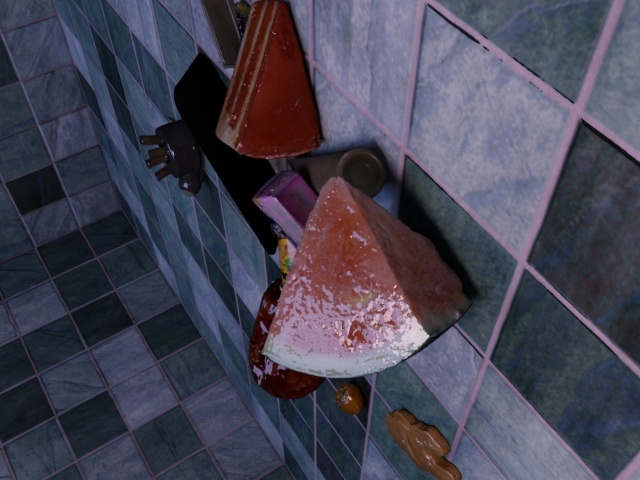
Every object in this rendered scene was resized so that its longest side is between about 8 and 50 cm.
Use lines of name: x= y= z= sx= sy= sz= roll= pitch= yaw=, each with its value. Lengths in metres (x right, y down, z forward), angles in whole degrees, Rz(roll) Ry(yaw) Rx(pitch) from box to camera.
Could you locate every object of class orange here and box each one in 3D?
orange: x=0.071 y=0.389 z=1.718 sx=0.086 sy=0.062 sz=0.086 roll=50 pitch=159 yaw=28

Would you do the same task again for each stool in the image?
stool: x=-0.419 y=-0.234 z=2.022 sx=0.228 sy=0.139 sz=0.153 roll=66 pitch=161 yaw=-1

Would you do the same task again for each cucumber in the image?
cucumber: x=-0.135 y=-0.377 z=1.313 sx=0.034 sy=0.033 sz=0.135 roll=47 pitch=154 yaw=43

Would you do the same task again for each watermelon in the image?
watermelon: x=0.051 y=0.086 z=1.053 sx=0.292 sy=0.251 sz=0.283 roll=42 pitch=153 yaw=-27

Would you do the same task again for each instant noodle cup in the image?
instant noodle cup: x=-0.021 y=0.026 z=1.389 sx=0.151 sy=0.151 sz=0.122 roll=15 pitch=123 yaw=63

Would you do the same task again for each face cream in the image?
face cream: x=0.017 y=-0.103 z=1.237 sx=0.137 sy=0.084 sz=0.341 roll=56 pitch=167 yaw=-10

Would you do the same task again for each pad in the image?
pad: x=-0.181 y=-0.177 z=1.400 sx=0.376 sy=0.063 sz=0.315 roll=61 pitch=-158 yaw=-27

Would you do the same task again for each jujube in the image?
jujube: x=-0.070 y=0.238 z=1.709 sx=0.216 sy=0.216 sz=0.342 roll=46 pitch=142 yaw=38

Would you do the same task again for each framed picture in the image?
framed picture: x=-0.197 y=-0.444 z=1.407 sx=0.150 sy=0.015 sz=0.203 roll=21 pitch=134 yaw=61

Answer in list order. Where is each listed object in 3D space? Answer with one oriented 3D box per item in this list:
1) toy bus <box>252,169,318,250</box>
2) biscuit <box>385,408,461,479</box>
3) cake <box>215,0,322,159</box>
toy bus: x=0.001 y=0.000 z=1.269 sx=0.274 sy=0.090 sz=0.112 roll=48 pitch=164 yaw=-17
biscuit: x=0.206 y=0.429 z=1.490 sx=0.236 sy=0.040 sz=0.144 roll=8 pitch=117 yaw=63
cake: x=-0.120 y=-0.271 z=1.228 sx=0.158 sy=0.159 sz=0.262 roll=35 pitch=144 yaw=57
